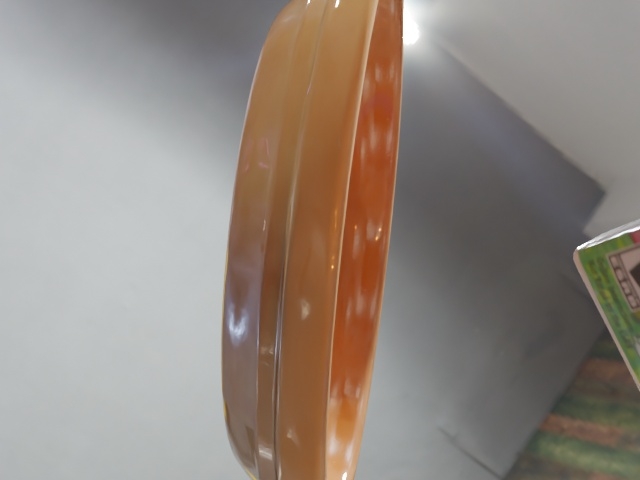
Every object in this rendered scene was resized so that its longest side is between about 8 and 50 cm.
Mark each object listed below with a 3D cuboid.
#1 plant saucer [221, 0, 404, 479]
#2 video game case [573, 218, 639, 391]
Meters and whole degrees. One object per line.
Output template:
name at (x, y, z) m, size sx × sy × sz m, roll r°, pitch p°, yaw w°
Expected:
plant saucer at (0.000, 0.000, 0.415) m, size 0.037 × 0.200 × 0.200 m, roll 7°, pitch -19°, yaw 7°
video game case at (0.176, 0.073, 0.316) m, size 0.212 × 0.023 × 0.193 m, roll 64°, pitch -30°, yaw 1°
